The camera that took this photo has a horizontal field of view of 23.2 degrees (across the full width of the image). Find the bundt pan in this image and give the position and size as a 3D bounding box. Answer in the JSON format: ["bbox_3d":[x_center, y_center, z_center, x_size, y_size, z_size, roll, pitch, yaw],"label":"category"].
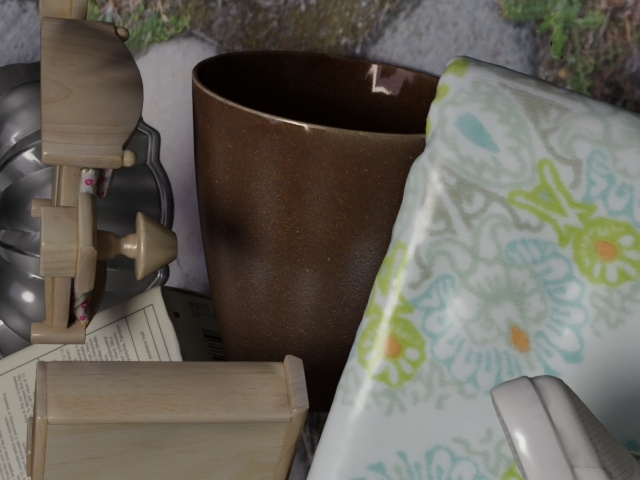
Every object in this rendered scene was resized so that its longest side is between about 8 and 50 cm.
[{"bbox_3d":[-0.292,-0.012,1.408,0.331,0.124,0.330,-5,82,38],"label":"bundt pan"}]

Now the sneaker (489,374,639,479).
[{"bbox_3d":[0.222,0.165,0.862,0.169,0.108,0.292,-29,108,7],"label":"sneaker"}]

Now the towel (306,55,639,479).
[{"bbox_3d":[0.169,0.112,0.958,0.321,0.090,0.374,20,99,5],"label":"towel"}]

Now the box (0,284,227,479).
[{"bbox_3d":[-0.212,0.164,1.272,0.311,0.121,0.148,-24,75,18],"label":"box"}]

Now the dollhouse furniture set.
[{"bbox_3d":[-0.123,0.021,1.137,0.303,0.174,0.355,105,162,-47],"label":"dollhouse furniture set"}]

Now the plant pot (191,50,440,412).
[{"bbox_3d":[0.000,0.000,1.139,0.215,0.215,0.230,24,114,38],"label":"plant pot"}]

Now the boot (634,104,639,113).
[{"bbox_3d":[0.197,-0.022,1.025,0.305,0.115,0.112,-52,55,21],"label":"boot"}]
